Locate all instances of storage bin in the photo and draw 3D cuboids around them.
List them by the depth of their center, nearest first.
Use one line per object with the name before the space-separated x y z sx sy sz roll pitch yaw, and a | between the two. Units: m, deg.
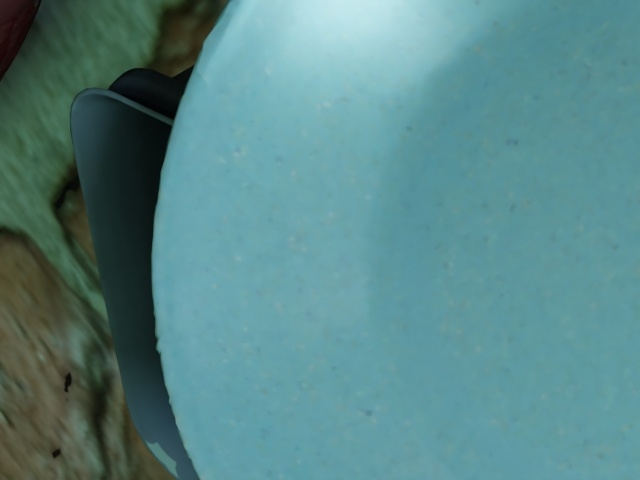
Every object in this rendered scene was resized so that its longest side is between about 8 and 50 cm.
storage bin | 0.000 0.000 0.482 0.098 0.091 0.135 26 140 32

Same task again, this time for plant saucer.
plant saucer | 0.062 -0.003 0.357 0.195 0.195 0.037 29 175 28

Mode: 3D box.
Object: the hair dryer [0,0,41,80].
hair dryer | -0.172 -0.122 0.556 0.223 0.080 0.293 15 142 37
